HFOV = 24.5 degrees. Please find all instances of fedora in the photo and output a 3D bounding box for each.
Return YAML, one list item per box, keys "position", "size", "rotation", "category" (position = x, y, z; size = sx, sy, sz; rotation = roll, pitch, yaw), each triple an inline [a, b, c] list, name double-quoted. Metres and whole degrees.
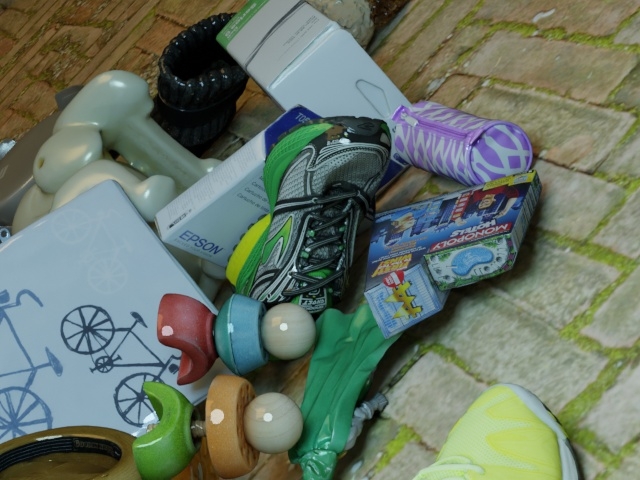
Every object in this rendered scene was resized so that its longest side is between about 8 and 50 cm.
- position: [-0.261, 0.253, 1.486]
  size: [0.194, 0.079, 0.194]
  rotation: [-5, 17, 1]
  category: "fedora"

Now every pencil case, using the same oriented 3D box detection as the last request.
- position: [0.156, -0.110, 1.661]
  size: [0.086, 0.088, 0.206]
  rotation: [-49, 26, -8]
  category: "pencil case"

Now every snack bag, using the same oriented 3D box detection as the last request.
- position: [-0.290, 0.114, 1.665]
  size: [0.343, 0.037, 0.323]
  rotation: [-35, 65, -15]
  category: "snack bag"

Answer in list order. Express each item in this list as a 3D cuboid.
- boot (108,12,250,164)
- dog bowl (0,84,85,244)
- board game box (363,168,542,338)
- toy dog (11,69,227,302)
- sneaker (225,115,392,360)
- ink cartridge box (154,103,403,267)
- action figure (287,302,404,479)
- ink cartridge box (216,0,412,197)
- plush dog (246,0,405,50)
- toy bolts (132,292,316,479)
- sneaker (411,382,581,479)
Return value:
- position: [-0.222, -0.164, 2.159]
  size: [0.348, 0.131, 0.260]
  rotation: [-57, 3, -23]
  category: "boot"
- position: [-0.512, -0.122, 2.686]
  size: [0.349, 0.102, 0.348]
  rotation: [-36, 26, 21]
  category: "dog bowl"
- position: [0.124, 0.017, 1.505]
  size: [0.194, 0.060, 0.194]
  rotation: [-16, 23, 27]
  category: "board game box"
- position: [-0.289, 0.038, 1.887]
  size: [0.395, 0.284, 0.408]
  rotation: [-26, 37, 16]
  category: "toy dog"
- position: [0.000, 0.000, 1.612]
  size: [0.343, 0.134, 0.146]
  rotation: [113, 150, -43]
  category: "sneaker"
- position: [-0.039, -0.042, 1.712]
  size: [0.224, 0.223, 0.045]
  rotation: [-37, 53, 22]
  category: "ink cartridge box"
- position: [0.021, 0.159, 1.495]
  size: [0.137, 0.063, 0.232]
  rotation: [-23, 30, 37]
  category: "action figure"
- position: [0.002, -0.199, 1.880]
  size: [0.121, 0.211, 0.289]
  rotation: [-44, 25, 3]
  category: "ink cartridge box"
- position: [-0.007, -0.336, 2.166]
  size: [0.262, 0.210, 0.225]
  rotation: [-47, 52, 2]
  category: "plush dog"
- position: [-0.079, 0.168, 1.521]
  size: [0.159, 0.218, 0.228]
  rotation: [-6, 51, 11]
  category: "toy bolts"
- position: [0.089, 0.258, 1.149]
  size: [0.145, 0.147, 0.384]
  rotation: [-20, 34, 46]
  category: "sneaker"
